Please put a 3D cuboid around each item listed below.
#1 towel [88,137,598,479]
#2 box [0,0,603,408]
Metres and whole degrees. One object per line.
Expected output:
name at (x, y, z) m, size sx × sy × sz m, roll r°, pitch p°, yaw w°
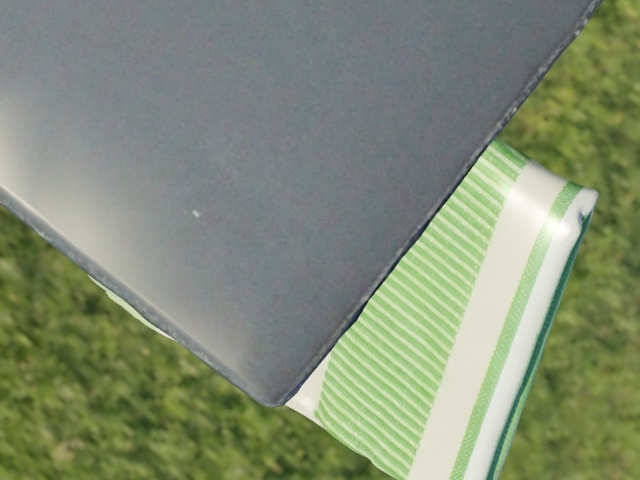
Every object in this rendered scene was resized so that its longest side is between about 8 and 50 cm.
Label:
towel at (0.000, 0.000, 1.209) m, size 0.038 × 0.325 × 0.247 m, roll -26°, pitch 139°, yaw -52°
box at (-0.095, -0.132, 0.567) m, size 0.179 × 0.343 × 0.312 m, roll -52°, pitch -179°, yaw -2°
